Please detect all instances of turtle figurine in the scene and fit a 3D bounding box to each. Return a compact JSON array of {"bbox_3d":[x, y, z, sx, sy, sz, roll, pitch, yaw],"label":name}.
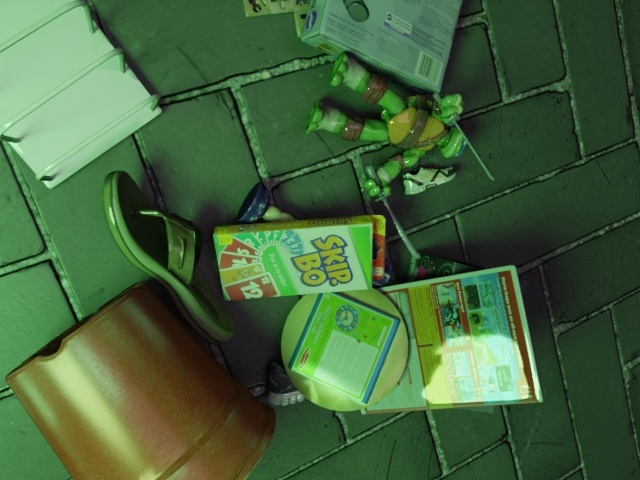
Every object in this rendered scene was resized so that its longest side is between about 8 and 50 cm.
[{"bbox_3d":[0.120,-0.158,0.824,0.267,0.198,0.274,22,70,-13],"label":"turtle figurine"}]

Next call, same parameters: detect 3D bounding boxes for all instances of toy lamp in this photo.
[{"bbox_3d":[0.000,0.000,0.870,0.275,0.080,0.080,31,84,-20],"label":"toy lamp"}]

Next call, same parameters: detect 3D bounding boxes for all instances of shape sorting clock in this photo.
[{"bbox_3d":[0.038,0.169,0.857,0.207,0.040,0.206,-1,79,5],"label":"shape sorting clock"}]

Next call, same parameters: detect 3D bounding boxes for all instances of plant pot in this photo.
[{"bbox_3d":[-0.245,0.216,0.712,0.272,0.272,0.265,-36,100,-14],"label":"plant pot"}]

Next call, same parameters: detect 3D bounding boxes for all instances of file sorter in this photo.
[{"bbox_3d":[-0.356,-0.229,0.653,0.193,0.173,0.277,-40,109,-12],"label":"file sorter"}]

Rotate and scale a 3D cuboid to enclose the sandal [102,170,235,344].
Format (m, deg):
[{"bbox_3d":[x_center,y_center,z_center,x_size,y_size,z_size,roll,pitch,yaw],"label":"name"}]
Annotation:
[{"bbox_3d":[-0.200,0.020,0.766,0.086,0.120,0.302,-28,116,9],"label":"sandal"}]

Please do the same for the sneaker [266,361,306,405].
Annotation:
[{"bbox_3d":[-0.014,0.224,0.898,0.167,0.065,0.076,-10,94,-22],"label":"sneaker"}]

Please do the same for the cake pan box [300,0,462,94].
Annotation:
[{"bbox_3d":[0.119,-0.394,0.858,0.267,0.070,0.245,12,93,-31],"label":"cake pan box"}]

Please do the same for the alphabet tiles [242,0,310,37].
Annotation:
[{"bbox_3d":[-0.016,-0.431,0.843,0.238,0.009,0.198,-14,105,-16],"label":"alphabet tiles"}]

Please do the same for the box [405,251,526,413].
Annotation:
[{"bbox_3d":[0.233,0.160,0.942,0.164,0.142,0.247,13,91,-22],"label":"box"}]

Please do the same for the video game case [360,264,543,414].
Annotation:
[{"bbox_3d":[0.183,0.163,0.842,0.025,0.285,0.203,10,69,-64],"label":"video game case"}]

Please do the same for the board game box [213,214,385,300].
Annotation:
[{"bbox_3d":[-0.027,0.027,0.821,0.260,0.039,0.124,-6,122,-4],"label":"board game box"}]

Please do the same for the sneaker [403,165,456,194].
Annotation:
[{"bbox_3d":[0.197,-0.118,0.952,0.109,0.040,0.043,-22,101,-18],"label":"sneaker"}]
